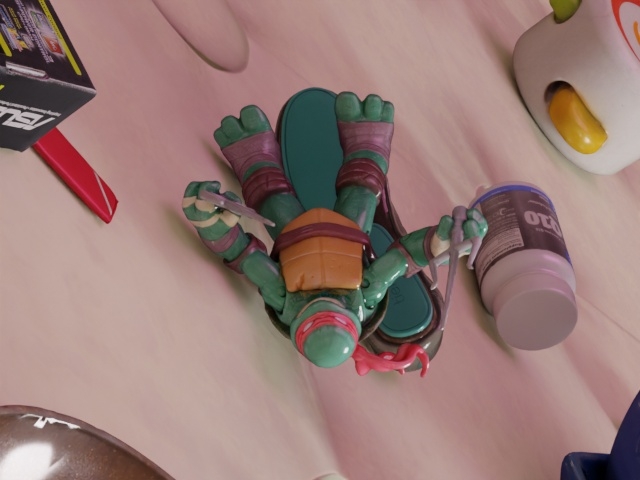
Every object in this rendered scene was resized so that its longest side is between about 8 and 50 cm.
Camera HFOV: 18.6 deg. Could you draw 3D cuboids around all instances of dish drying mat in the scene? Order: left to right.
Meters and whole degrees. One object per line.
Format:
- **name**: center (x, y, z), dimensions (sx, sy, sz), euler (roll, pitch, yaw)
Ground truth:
- **dish drying mat**: center (-0.140, -0.045, 1.057), dimensions (0.083, 0.008, 0.032), euler (50, 21, -17)

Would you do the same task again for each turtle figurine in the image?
- **turtle figurine**: center (0.000, 0.000, 1.170), dimensions (0.175, 0.118, 0.234), euler (6, 34, -10)

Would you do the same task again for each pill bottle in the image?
- **pill bottle**: center (0.163, 0.021, 1.575), dimensions (0.078, 0.078, 0.137), euler (43, 23, -32)

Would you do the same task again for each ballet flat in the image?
- **ballet flat**: center (0.023, -0.004, 1.323), dimensions (0.068, 0.072, 0.213), euler (80, -12, -64)

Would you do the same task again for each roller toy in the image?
- **roller toy**: center (0.310, -0.173, 2.146), dimensions (0.191, 0.146, 0.209), euler (22, 43, -44)

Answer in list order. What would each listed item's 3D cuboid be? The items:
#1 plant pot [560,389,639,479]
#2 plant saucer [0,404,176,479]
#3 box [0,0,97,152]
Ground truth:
- **plant pot**: center (0.326, 0.209, 1.403), dimensions (0.236, 0.212, 0.236), euler (11, 45, -43)
- **plant saucer**: center (-0.071, 0.207, 0.747), dimensions (0.310, 0.050, 0.310), euler (48, 21, -25)
- **box**: center (-0.241, -0.179, 0.954), dimensions (0.270, 0.060, 0.216), euler (61, 19, 15)
